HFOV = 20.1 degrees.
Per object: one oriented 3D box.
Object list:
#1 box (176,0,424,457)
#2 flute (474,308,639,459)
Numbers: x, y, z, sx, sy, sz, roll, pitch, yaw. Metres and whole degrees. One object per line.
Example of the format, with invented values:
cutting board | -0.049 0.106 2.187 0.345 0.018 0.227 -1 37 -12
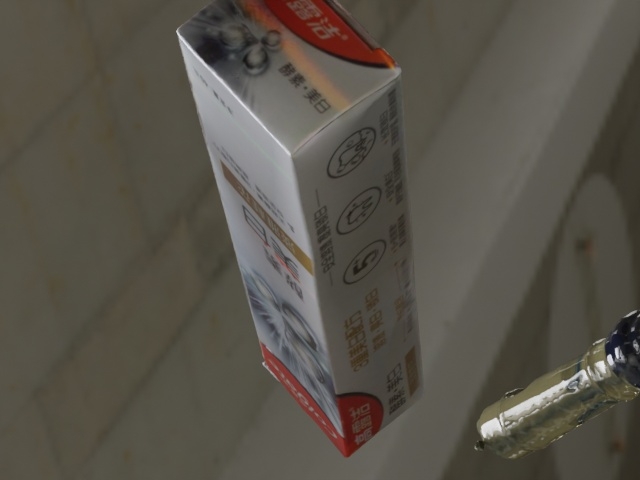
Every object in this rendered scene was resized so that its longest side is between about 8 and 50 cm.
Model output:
box | 0.000 0.000 0.556 0.039 0.055 0.218 -37 -25 -14
flute | 0.117 0.014 0.490 0.027 0.233 0.027 17 -124 -27
